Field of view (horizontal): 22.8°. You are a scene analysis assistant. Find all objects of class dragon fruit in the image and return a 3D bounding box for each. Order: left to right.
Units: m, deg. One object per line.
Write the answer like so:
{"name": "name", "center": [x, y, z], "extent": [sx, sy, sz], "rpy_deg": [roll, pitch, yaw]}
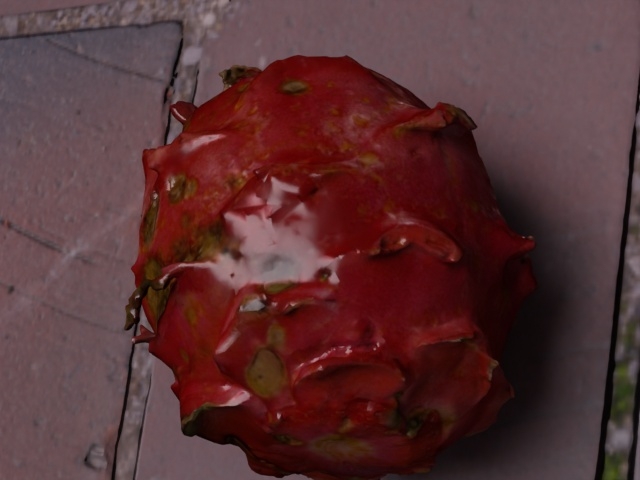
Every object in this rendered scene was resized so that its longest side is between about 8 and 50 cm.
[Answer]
{"name": "dragon fruit", "center": [0.000, 0.000, 0.820], "extent": [0.210, 0.205, 0.268], "rpy_deg": [-48, 46, 20]}
